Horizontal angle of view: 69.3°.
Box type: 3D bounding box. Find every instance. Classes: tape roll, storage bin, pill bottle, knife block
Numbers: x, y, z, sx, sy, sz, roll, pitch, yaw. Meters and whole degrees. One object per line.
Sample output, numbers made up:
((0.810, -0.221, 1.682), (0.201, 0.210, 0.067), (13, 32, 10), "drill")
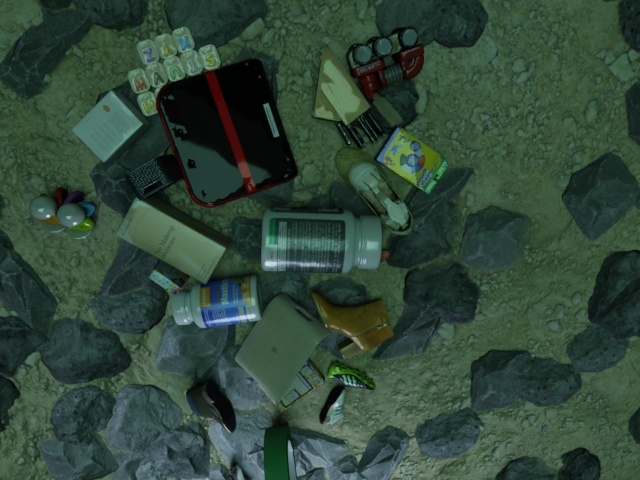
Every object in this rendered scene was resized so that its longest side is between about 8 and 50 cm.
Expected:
((-0.128, 0.798, 1.559), (0.077, 0.321, 0.322), (-9, 103, -1), "tape roll")
((-0.492, -0.192, 1.390), (0.122, 0.180, 0.085), (-28, 102, 3), "storage bin")
((0.000, 0.000, 1.450), (0.360, 0.204, 0.205), (2, 102, -3), "pill bottle")
((-0.330, 0.201, 1.501), (0.271, 0.152, 0.153), (-7, 103, -2), "pill bottle")
((0.100, -0.425, 1.421), (0.241, 0.088, 0.276), (7, 102, -6), "knife block")

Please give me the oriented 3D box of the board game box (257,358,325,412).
((-0.103, 0.494, 1.634), (0.193, 0.045, 0.147), (-36, 102, 5), "board game box")

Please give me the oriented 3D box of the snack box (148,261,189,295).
((-0.478, 0.113, 1.479), (0.100, 0.141, 0.037), (36, 99, -10), "snack box")

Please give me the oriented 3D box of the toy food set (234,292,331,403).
((-0.131, 0.362, 1.555), (0.219, 0.092, 0.306), (37, 101, 23), "toy food set")

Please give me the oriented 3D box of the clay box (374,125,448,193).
((0.299, -0.254, 1.487), (0.221, 0.053, 0.128), (31, 99, -8), "clay box")

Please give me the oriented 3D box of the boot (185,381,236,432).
((-0.385, 0.595, 1.640), (0.106, 0.082, 0.219), (-17, 108, 23), "boot")

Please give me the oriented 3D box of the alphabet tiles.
((-0.431, -0.487, 1.411), (0.283, 0.021, 0.278), (-18, 103, 0), "alphabet tiles")

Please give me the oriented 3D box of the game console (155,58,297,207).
((-0.283, -0.322, 1.412), (0.341, 0.060, 0.387), (-21, 102, -12), "game console")

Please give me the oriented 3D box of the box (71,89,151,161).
((-0.625, -0.342, 1.395), (0.170, 0.091, 0.130), (-41, 101, 6), "box")

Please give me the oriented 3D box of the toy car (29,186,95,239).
((-0.784, -0.095, 1.429), (0.181, 0.159, 0.137), (15, 65, -6), "toy car")

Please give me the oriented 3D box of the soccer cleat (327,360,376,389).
((0.109, 0.492, 1.644), (0.178, 0.060, 0.072), (26, 108, -2), "soccer cleat")

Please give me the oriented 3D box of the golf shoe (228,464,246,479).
((-0.289, 0.912, 1.715), (0.085, 0.067, 0.186), (-13, 100, -33), "golf shoe")

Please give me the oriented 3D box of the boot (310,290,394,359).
((0.113, 0.247, 1.573), (0.211, 0.104, 0.295), (-31, 107, -2), "boot")

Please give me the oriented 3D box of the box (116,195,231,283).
((-0.456, -0.009, 1.463), (0.310, 0.121, 0.148), (29, 100, -9), "box")

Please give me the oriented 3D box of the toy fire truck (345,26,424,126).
((0.214, -0.489, 1.393), (0.216, 0.158, 0.247), (-20, 115, 1), "toy fire truck")

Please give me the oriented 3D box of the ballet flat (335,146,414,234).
((0.181, -0.154, 1.472), (0.123, 0.123, 0.349), (-39, 101, 5), "ballet flat")

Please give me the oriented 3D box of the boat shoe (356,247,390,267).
((0.172, 0.061, 1.555), (0.136, 0.043, 0.049), (-13, 101, -2), "boat shoe")

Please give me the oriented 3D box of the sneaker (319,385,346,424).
((0.060, 0.597, 1.669), (0.075, 0.057, 0.161), (24, 99, -25), "sneaker")
